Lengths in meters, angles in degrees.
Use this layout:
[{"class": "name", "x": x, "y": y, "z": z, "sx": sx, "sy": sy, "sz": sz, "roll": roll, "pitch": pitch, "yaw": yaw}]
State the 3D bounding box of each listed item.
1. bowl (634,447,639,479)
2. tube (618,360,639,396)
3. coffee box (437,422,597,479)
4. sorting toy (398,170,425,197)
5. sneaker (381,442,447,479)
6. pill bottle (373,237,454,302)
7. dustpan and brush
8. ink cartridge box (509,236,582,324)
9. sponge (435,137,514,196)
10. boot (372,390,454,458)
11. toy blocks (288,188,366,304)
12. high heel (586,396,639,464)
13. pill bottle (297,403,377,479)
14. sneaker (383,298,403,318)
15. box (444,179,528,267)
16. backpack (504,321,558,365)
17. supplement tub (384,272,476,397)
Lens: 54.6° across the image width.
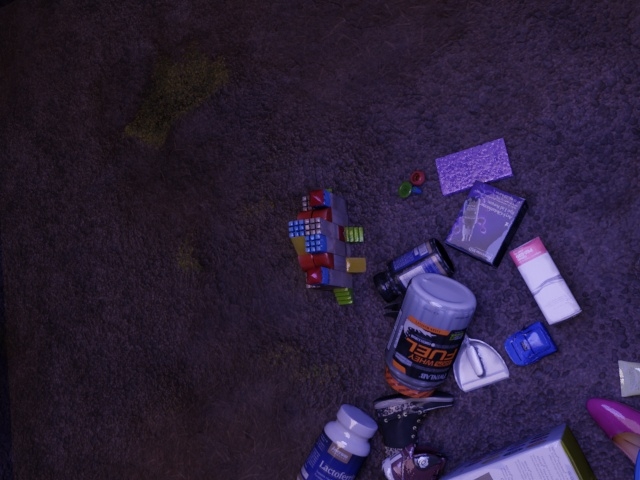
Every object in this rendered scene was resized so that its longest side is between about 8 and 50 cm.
[{"class": "bowl", "x": 0.913, "y": 0.567, "z": 1.372, "sx": 0.392, "sy": 0.077, "sz": 0.390, "roll": -4, "pitch": 66, "yaw": 9}, {"class": "tube", "x": 0.883, "y": 0.345, "z": 1.556, "sx": 0.240, "sy": 0.062, "sz": 0.070, "roll": -8, "pitch": 36, "yaw": 28}, {"class": "coffee box", "x": 0.520, "y": 0.679, "z": 1.510, "sx": 0.335, "sy": 0.338, "sz": 0.338, "roll": -28, "pitch": 71, "yaw": 17}, {"class": "sorting toy", "x": 0.290, "y": -0.167, "z": 1.910, "sx": 0.102, "sy": 0.042, "sz": 0.061, "roll": -47, "pitch": 51, "yaw": 24}, {"class": "sneaker", "x": 0.314, "y": 0.678, "z": 1.710, "sx": 0.162, "sy": 0.106, "sz": 0.281, "roll": -43, "pitch": 91, "yaw": 4}, {"class": "pill bottle", "x": 0.271, "y": 0.094, "z": 1.829, "sx": 0.219, "sy": 0.123, "sz": 0.122, "roll": -30, "pitch": 71, "yaw": 18}, {"class": "dustpan and brush", "x": 0.427, "y": 0.311, "z": 1.760, "sx": 0.147, "sy": 0.060, "sz": 0.211, "roll": -25, "pitch": 73, "yaw": 19}, {"class": "ink cartridge box", "x": 0.602, "y": 0.114, "z": 1.656, "sx": 0.092, "sy": 0.159, "sz": 0.217, "roll": -31, "pitch": 71, "yaw": 16}, {"class": "sponge", "x": 0.455, "y": -0.216, "z": 1.842, "sx": 0.210, "sy": 0.031, "sz": 0.117, "roll": -16, "pitch": 76, "yaw": 22}, {"class": "boot", "x": 0.279, "y": 0.532, "z": 1.789, "sx": 0.237, "sy": 0.085, "sz": 0.178, "roll": -10, "pitch": 85, "yaw": 18}, {"class": "toy blocks", "x": 0.000, "y": 0.000, "z": 1.890, "sx": 0.191, "sy": 0.261, "sz": 0.381, "roll": -7, "pitch": 79, "yaw": 23}, {"class": "high heel", "x": 0.786, "y": 0.547, "z": 1.489, "sx": 0.377, "sy": 0.127, "sz": 0.181, "roll": 36, "pitch": 56, "yaw": 23}, {"class": "pill bottle", "x": 0.053, "y": 0.631, "z": 1.832, "sx": 0.153, "sy": 0.153, "sz": 0.264, "roll": 30, "pitch": 95, "yaw": 25}, {"class": "sneaker", "x": 0.279, "y": 0.210, "z": 1.846, "sx": 0.170, "sy": 0.089, "sz": 0.051, "roll": 9, "pitch": 57, "yaw": -7}, {"class": "box", "x": 0.474, "y": -0.045, "z": 1.766, "sx": 0.153, "sy": 0.108, "sz": 0.207, "roll": 26, "pitch": 93, "yaw": 25}, {"class": "backpack", "x": 0.563, "y": 0.282, "z": 1.683, "sx": 0.120, "sy": 0.101, "sz": 0.097, "roll": -32, "pitch": 64, "yaw": 21}, {"class": "supplement tub", "x": 0.294, "y": 0.266, "z": 1.719, "sx": 0.194, "sy": 0.194, "sz": 0.315, "roll": 26, "pitch": 117, "yaw": 25}]
